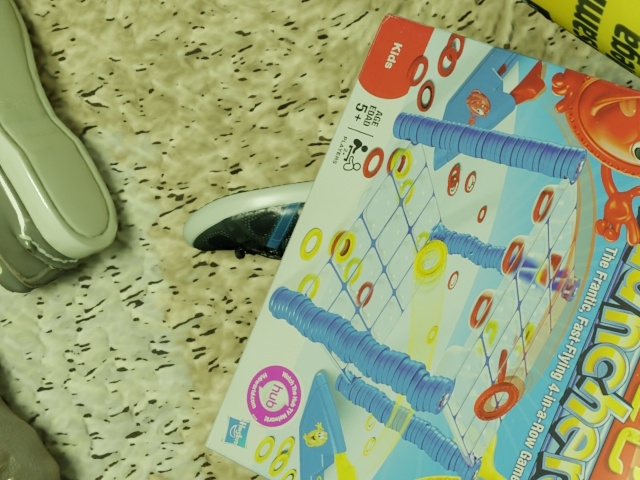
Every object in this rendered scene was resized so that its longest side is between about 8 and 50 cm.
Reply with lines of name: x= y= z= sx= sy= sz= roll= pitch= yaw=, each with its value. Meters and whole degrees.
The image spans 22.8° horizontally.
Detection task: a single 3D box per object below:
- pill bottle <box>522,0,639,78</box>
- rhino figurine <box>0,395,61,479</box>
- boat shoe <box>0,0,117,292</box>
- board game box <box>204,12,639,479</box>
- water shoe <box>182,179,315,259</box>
pill bottle: x=0.220 y=-0.207 z=1.016 sx=0.334 sy=0.188 sz=0.188 roll=37 pitch=93 yaw=18
rhino figurine: x=-0.279 y=0.131 z=1.173 sx=0.106 sy=0.073 sz=0.243 roll=-43 pitch=73 yaw=11
boat shoe: x=-0.259 y=-0.106 z=1.175 sx=0.091 sy=0.109 sz=0.305 roll=-34 pitch=78 yaw=27
board game box: x=0.121 y=0.049 z=0.965 sx=0.302 sy=0.086 sz=0.308 roll=22 pitch=89 yaw=31
water shoe: x=0.000 y=0.000 z=1.111 sx=0.203 sy=0.073 sz=0.080 roll=-9 pitch=83 yaw=15
